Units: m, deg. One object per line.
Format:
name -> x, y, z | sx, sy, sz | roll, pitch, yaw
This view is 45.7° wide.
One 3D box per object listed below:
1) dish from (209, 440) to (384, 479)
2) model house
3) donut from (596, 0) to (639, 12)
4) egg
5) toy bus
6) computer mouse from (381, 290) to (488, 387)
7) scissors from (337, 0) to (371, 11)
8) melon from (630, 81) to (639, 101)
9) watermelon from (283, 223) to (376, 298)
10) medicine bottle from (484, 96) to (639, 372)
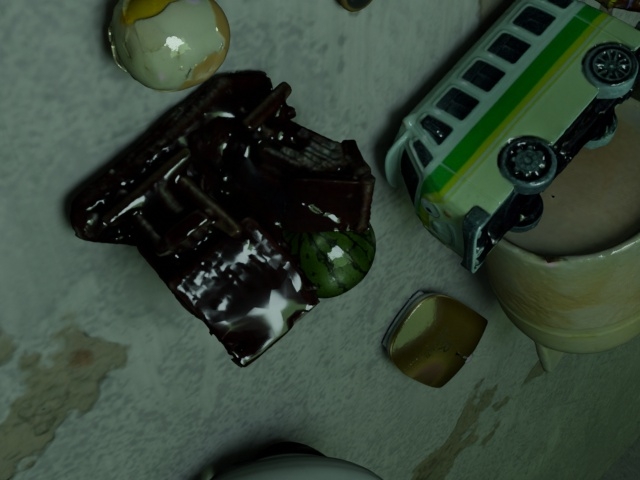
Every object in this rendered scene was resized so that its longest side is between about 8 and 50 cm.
dish -> -0.042, 0.308, 0.906 | 0.273, 0.134, 0.273 | -6, 136, -6
model house -> -0.053, -0.022, 0.582 | 0.203, 0.164, 0.141 | -48, 150, -11
donut -> 0.300, -0.330, 0.719 | 0.230, 0.096, 0.216 | 37, 102, -21
egg -> -0.097, -0.137, 0.511 | 0.083, 0.071, 0.071 | -30, 139, -35
toy bus -> 0.194, -0.119, 0.781 | 0.276, 0.165, 0.133 | -46, 159, -10
computer mouse -> 0.173, 0.144, 1.074 | 0.126, 0.056, 0.245 | -54, 146, 2
scissors -> 0.072, -0.293, 0.621 | 0.220, 0.017, 0.088 | -53, 142, -1
melon -> 0.540, -0.115, 1.117 | 0.248, 0.248, 0.329 | -37, 148, -22
watermelon -> 0.003, 0.005, 0.722 | 0.109, 0.109, 0.109 | -30, 138, -30
medicine bottle -> 0.334, 0.016, 0.990 | 0.236, 0.236, 0.406 | -47, 146, -9
